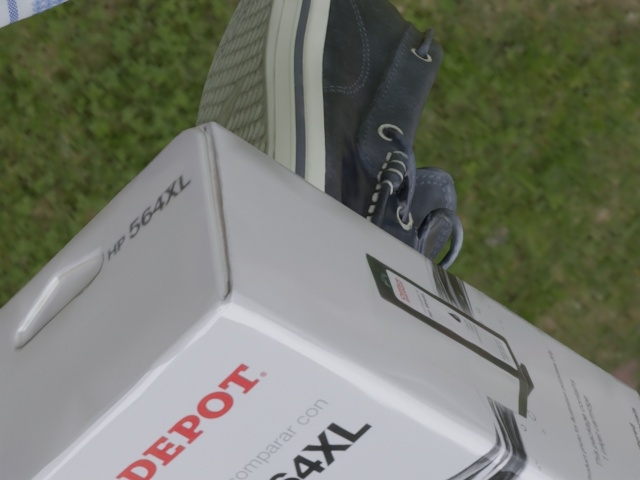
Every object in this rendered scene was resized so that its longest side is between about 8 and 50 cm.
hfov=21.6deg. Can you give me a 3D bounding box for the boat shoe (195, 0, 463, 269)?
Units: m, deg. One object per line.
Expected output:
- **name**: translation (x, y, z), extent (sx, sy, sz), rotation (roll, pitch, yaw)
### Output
- **boat shoe**: translation (0.000, 0.000, 1.000), extent (0.156, 0.500, 0.187), rotation (26, 128, -15)

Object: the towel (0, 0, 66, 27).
- **towel**: translation (-0.233, -0.244, 1.207), extent (0.285, 0.034, 0.209), rotation (-29, 142, -25)

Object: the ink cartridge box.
- **ink cartridge box**: translation (-0.005, 0.077, 0.543), extent (0.203, 0.086, 0.148), rotation (31, 120, -31)
